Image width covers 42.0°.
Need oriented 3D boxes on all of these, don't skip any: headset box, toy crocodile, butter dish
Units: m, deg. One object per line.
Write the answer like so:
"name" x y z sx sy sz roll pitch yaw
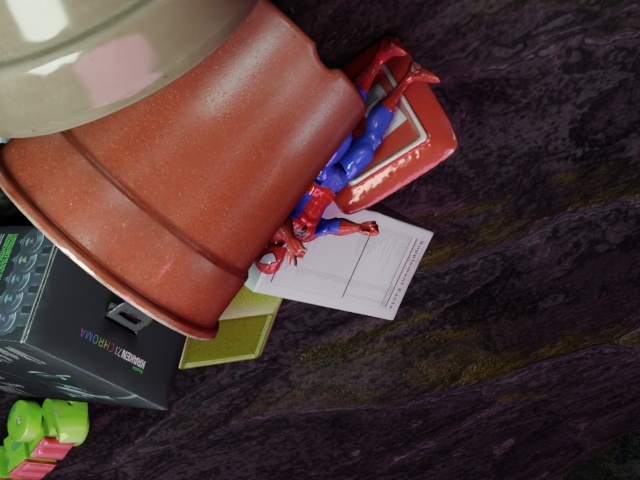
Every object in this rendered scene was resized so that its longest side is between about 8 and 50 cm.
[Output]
"headset box" -0.320 0.091 0.947 0.283 0.131 0.246 -1 154 28
"toy crocodile" -0.476 0.348 1.354 0.115 0.105 0.340 20 129 -44
"butter dish" 0.071 -0.128 0.983 0.160 0.160 0.118 -32 167 16

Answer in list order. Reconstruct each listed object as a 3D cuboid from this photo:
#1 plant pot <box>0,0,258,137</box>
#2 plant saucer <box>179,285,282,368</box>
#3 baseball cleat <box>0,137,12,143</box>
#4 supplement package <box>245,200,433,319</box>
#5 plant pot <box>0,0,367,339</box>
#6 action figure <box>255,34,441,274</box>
"plant pot" -0.204 -0.241 0.602 0.263 0.263 0.229 -24 128 4
"plant saucer" -0.151 0.139 1.296 0.188 0.045 0.188 -5 143 -22
"baseball cleat" -0.289 -0.131 0.827 0.109 0.072 0.206 -9 148 -29
"supplement package" 0.000 0.000 1.068 0.244 0.134 0.139 16 102 -42
"plant pot" -0.115 -0.095 0.788 0.265 0.272 0.272 -48 142 2
"action figure" 0.030 -0.061 0.866 0.091 0.139 0.280 28 105 -39
